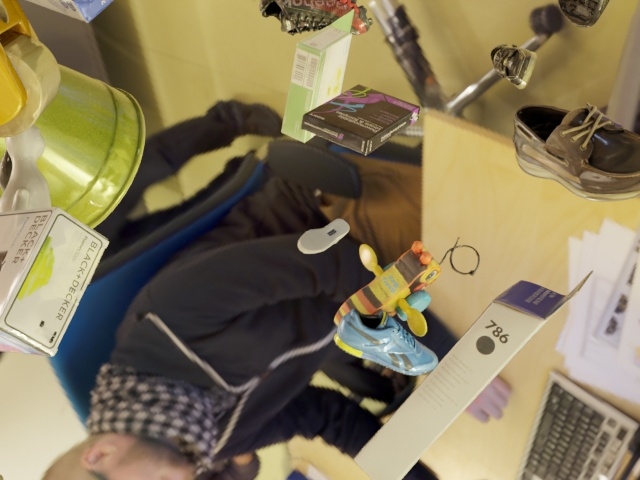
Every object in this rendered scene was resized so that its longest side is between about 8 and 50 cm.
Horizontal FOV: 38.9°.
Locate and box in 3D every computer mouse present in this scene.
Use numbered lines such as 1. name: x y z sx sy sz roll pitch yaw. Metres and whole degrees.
1. computer mouse: 0.477 -0.462 1.461 0.184 0.060 0.262 36 142 42

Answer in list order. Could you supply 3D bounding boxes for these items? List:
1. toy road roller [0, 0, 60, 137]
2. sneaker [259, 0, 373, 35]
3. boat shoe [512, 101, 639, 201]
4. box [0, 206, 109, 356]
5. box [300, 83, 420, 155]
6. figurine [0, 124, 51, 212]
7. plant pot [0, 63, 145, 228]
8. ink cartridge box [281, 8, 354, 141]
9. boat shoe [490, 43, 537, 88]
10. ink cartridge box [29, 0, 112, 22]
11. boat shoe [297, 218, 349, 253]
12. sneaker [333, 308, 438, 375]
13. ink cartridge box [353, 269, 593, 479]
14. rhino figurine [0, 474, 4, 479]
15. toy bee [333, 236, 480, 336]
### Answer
1. toy road roller: -0.521 -0.270 1.178 0.329 0.241 0.202 62 -173 -21
2. sneaker: -0.020 -0.518 2.072 0.276 0.135 0.097 26 161 12
3. boat shoe: 0.458 -0.165 1.597 0.355 0.132 0.130 23 149 56
4. box: -0.422 0.052 1.181 0.290 0.169 0.087 -1 149 42
5. box: 0.062 -0.185 1.361 0.116 0.162 0.029 24 128 24
6. figurine: -0.478 -0.078 1.437 0.215 0.092 0.209 138 127 -58
7. plant pot: -0.613 -0.231 1.846 0.366 0.366 0.353 18 170 39
8. ink cartridge box: 0.018 -0.294 1.593 0.056 0.235 0.171 24 126 18
9. boat shoe: 0.399 -0.373 1.906 0.073 0.223 0.080 19 107 -3
10. ink cartridge box: -0.387 -0.399 1.385 0.207 0.097 0.046 26 157 40
11. boat shoe: 0.000 0.000 1.288 0.035 0.100 0.035 48 133 10
12. sneaker: 0.130 0.177 1.603 0.209 0.069 0.082 21 115 -19
13. ink cartridge box: 0.183 0.147 1.077 0.065 0.165 0.332 44 109 13
14. rhino figurine: -0.418 0.295 1.022 0.106 0.073 0.243 -13 78 18
15. toy bee: 0.149 0.062 1.660 0.195 0.298 0.162 31 162 20
